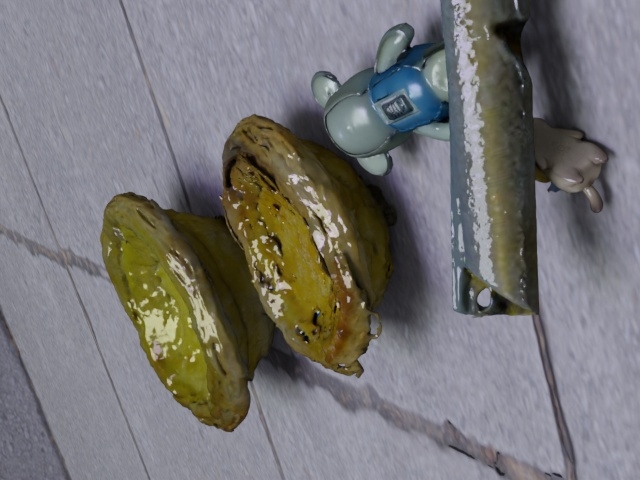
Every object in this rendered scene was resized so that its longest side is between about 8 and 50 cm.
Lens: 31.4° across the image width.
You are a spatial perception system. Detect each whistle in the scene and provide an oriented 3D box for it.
[{"bbox_3d":[0.124,-0.096,0.836,0.068,0.057,0.326,-1,107,12],"label":"whistle"},{"bbox_3d":[0.077,-0.127,0.960,0.114,0.077,0.236,56,148,-8],"label":"whistle"}]

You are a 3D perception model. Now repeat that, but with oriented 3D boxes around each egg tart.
[{"bbox_3d":[0.000,0.000,1.177,0.291,0.107,0.290,48,152,35],"label":"egg tart"},{"bbox_3d":[-0.164,0.082,1.499,0.345,0.132,0.345,40,145,37],"label":"egg tart"}]

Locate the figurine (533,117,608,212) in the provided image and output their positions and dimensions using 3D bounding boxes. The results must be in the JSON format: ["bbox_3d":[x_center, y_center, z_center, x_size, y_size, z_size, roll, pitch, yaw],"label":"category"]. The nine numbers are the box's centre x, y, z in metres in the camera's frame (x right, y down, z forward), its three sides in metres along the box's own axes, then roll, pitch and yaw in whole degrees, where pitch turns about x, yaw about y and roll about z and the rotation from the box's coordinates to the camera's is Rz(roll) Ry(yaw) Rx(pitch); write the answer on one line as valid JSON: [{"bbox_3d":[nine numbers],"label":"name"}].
[{"bbox_3d":[0.182,-0.056,0.873,0.083,0.047,0.050,44,158,40],"label":"figurine"}]
